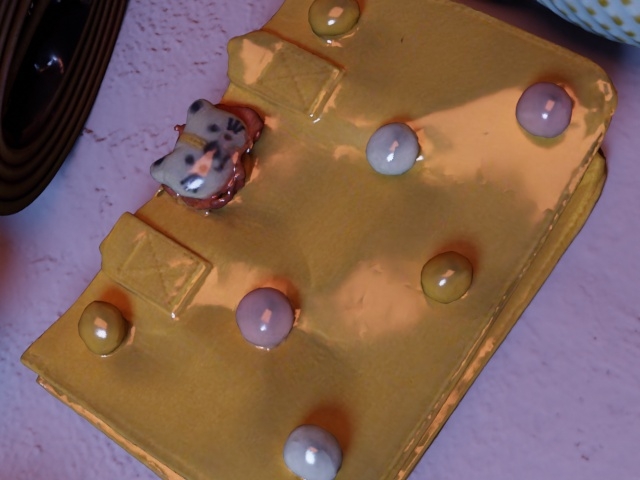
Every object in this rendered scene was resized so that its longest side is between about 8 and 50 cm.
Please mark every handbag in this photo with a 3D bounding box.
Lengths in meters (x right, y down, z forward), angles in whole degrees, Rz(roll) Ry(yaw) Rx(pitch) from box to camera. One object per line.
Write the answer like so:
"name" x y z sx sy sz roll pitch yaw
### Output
"handbag" 0.000 0.000 0.747 0.283 0.133 0.401 31 78 20

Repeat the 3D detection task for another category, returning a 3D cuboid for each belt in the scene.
"belt" -0.239 -0.187 0.776 0.122 0.217 0.338 12 71 9

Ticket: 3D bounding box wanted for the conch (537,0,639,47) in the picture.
"conch" 0.220 -0.292 0.771 0.319 0.215 0.302 6 63 7
